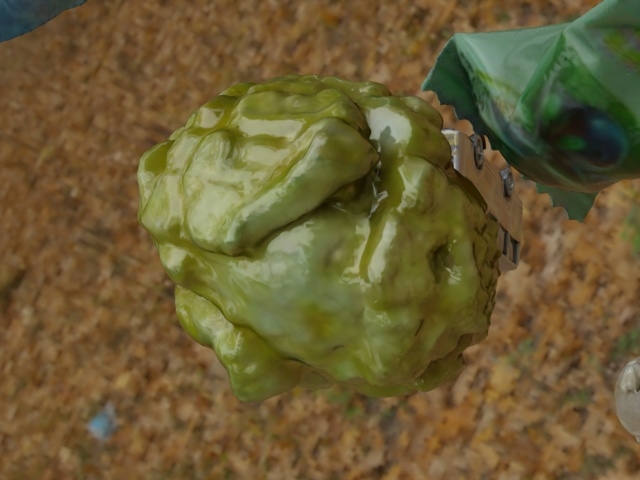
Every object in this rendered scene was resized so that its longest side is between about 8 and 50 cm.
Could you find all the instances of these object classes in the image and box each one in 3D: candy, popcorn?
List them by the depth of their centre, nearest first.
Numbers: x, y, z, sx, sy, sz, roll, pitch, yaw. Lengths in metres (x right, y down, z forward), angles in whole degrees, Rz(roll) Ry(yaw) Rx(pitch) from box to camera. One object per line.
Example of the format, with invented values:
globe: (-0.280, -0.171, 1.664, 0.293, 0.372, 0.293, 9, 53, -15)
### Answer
popcorn: (0.000, 0.000, 0.921, 0.195, 0.256, 0.255, -64, 3, -33)
candy: (0.295, -0.134, 1.331, 0.172, 0.262, 0.398, -62, 20, -11)

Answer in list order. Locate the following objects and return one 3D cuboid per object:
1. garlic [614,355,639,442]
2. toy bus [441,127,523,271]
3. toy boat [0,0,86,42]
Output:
garlic: (0.356, 0.080, 1.164, 0.281, 0.203, 0.185, 159, 123, -66)
toy bus: (0.179, -0.049, 1.817, 0.097, 0.342, 0.138, 0, 79, 21)
toy boat: (-0.266, -0.327, 1.442, 0.215, 0.123, 0.330, 8, 43, 48)
